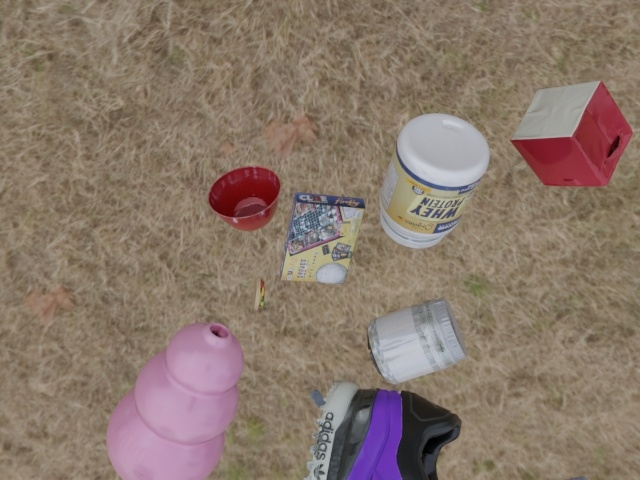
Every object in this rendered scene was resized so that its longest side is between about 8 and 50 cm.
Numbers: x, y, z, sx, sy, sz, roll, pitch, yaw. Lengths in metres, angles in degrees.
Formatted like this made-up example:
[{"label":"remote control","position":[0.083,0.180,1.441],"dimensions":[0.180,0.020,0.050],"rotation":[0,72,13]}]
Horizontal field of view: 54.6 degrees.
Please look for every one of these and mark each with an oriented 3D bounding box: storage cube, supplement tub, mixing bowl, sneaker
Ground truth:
[{"label":"storage cube","position":[0.638,-0.267,1.585],"dimensions":[0.193,0.215,0.183],"rotation":[41,73,-31]},{"label":"supplement tub","position":[0.279,-0.145,1.604],"dimensions":[0.229,0.228,0.316],"rotation":[6,144,-5]},{"label":"mixing bowl","position":[-0.178,-0.089,1.535],"dimensions":[0.182,0.181,0.098],"rotation":[-9,138,2]},{"label":"sneaker","position":[0.055,0.257,0.479],"dimensions":[0.146,0.293,0.102],"rotation":[1,153,19]}]

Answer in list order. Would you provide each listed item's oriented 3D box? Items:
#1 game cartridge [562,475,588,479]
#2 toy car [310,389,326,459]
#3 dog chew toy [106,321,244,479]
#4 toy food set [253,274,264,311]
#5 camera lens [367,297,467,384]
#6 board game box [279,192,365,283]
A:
[{"label":"game cartridge","position":[0.491,0.696,1.354],"dimensions":[0.230,0.355,0.068],"rotation":[-23,114,28]},{"label":"toy car","position":[0.045,0.472,1.618],"dimensions":[0.155,0.149,0.188],"rotation":[-17,78,6]},{"label":"dog chew toy","position":[-0.235,0.278,1.066],"dimensions":[0.207,0.206,0.331],"rotation":[23,115,-12]},{"label":"toy food set","position":[-0.139,0.120,1.404],"dimensions":[0.020,0.083,0.082],"rotation":[5,80,-11]},{"label":"camera lens","position":[0.299,0.318,1.963],"dimensions":[0.274,0.219,0.219],"rotation":[-22,114,15]},{"label":"board game box","position":[0.000,0.000,1.494],"dimensions":[0.165,0.042,0.243],"rotation":[5,129,-12]}]
